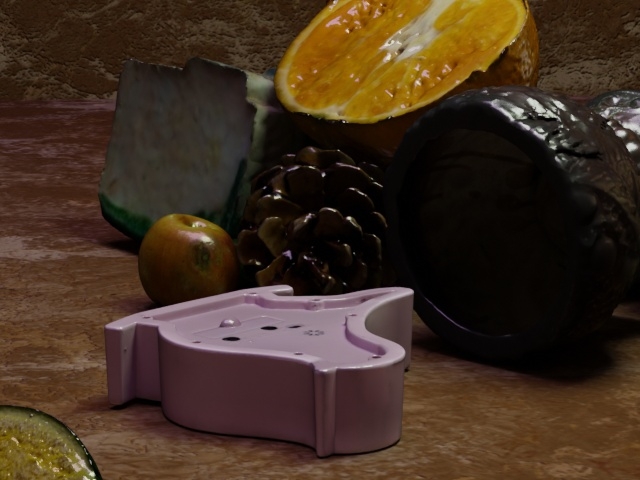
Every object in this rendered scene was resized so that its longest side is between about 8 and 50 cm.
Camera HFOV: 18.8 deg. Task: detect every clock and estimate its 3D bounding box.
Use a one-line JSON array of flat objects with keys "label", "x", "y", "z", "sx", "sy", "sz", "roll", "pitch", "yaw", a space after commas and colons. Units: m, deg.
[{"label": "clock", "x": -0.002, "y": 0.106, "z": 1.727, "sx": 0.275, "sy": 0.080, "sz": 0.290, "roll": 11, "pitch": 17, "yaw": 40}]

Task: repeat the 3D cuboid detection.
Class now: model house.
[{"label": "model house", "x": -0.073, "y": -0.096, "z": 2.370, "sx": 0.284, "sy": 0.243, "sz": 0.298, "roll": 2, "pitch": 12, "yaw": -39}]

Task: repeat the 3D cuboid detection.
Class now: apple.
[{"label": "apple", "x": -0.141, "y": 0.024, "z": 2.064, "sx": 0.099, "sy": 0.102, "sz": 0.114, "roll": -6, "pitch": 14, "yaw": -33}]

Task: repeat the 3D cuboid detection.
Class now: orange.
[{"label": "orange", "x": 0.092, "y": -0.192, "z": 2.131, "sx": 0.310, "sy": 0.274, "sz": 0.274, "roll": 30, "pitch": 23, "yaw": 22}]

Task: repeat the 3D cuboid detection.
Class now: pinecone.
[{"label": "pinecone", "x": -0.003, "y": 0.000, "z": 2.035, "sx": 0.184, "sy": 0.179, "sz": 0.204, "roll": -18, "pitch": 18, "yaw": 34}]

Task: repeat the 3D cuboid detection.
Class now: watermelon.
[{"label": "watermelon", "x": -0.225, "y": 0.183, "z": 1.464, "sx": 0.181, "sy": 0.075, "sz": 0.092, "roll": 4, "pitch": 56, "yaw": 24}]

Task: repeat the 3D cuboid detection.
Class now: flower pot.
[{"label": "flower pot", "x": 0.238, "y": -0.036, "z": 1.919, "sx": 0.266, "sy": 0.267, "sz": 0.267, "roll": 11, "pitch": 20, "yaw": 42}]

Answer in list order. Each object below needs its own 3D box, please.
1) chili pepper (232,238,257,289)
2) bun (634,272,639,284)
[{"label": "chili pepper", "x": -0.057, "y": 0.025, "z": 2.178, "sx": 0.216, "sy": 0.062, "sz": 0.108, "roll": -5, "pitch": -11, "yaw": -15}, {"label": "bun", "x": 0.236, "y": -0.042, "z": 2.197, "sx": 0.293, "sy": 0.187, "sz": 0.293, "roll": 2, "pitch": 13, "yaw": -1}]
